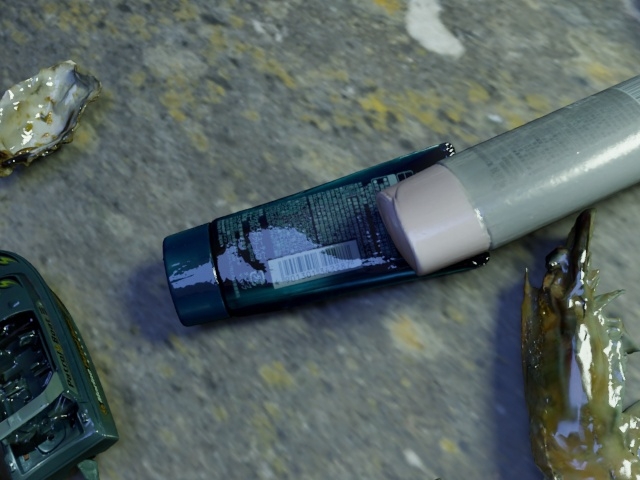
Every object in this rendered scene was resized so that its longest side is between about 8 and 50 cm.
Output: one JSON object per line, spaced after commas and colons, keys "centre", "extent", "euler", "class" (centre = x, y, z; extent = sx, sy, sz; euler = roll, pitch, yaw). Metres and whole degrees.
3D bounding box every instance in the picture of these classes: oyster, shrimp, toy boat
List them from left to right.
{"centre": [-0.261, 0.102, 0.693], "extent": [0.093, 0.103, 0.246], "euler": [-34, 61, 2], "class": "toy boat"}
{"centre": [-0.290, -0.123, 0.816], "extent": [0.103, 0.051, 0.148], "euler": [35, 67, 28], "class": "oyster"}
{"centre": [0.235, 0.099, 0.572], "extent": [0.173, 0.058, 0.253], "euler": [3, 70, 11], "class": "shrimp"}

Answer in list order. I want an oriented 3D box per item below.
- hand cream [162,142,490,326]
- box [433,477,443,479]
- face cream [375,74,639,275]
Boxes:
{"centre": [0.000, 0.000, 0.681], "extent": [0.271, 0.061, 0.120], "euler": [-16, 67, 5], "class": "hand cream"}
{"centre": [0.032, 0.263, 0.575], "extent": [0.178, 0.036, 0.115], "euler": [-27, 63, 6], "class": "box"}
{"centre": [0.178, -0.058, 0.616], "extent": [0.269, 0.073, 0.107], "euler": [-23, 23, -3], "class": "face cream"}
